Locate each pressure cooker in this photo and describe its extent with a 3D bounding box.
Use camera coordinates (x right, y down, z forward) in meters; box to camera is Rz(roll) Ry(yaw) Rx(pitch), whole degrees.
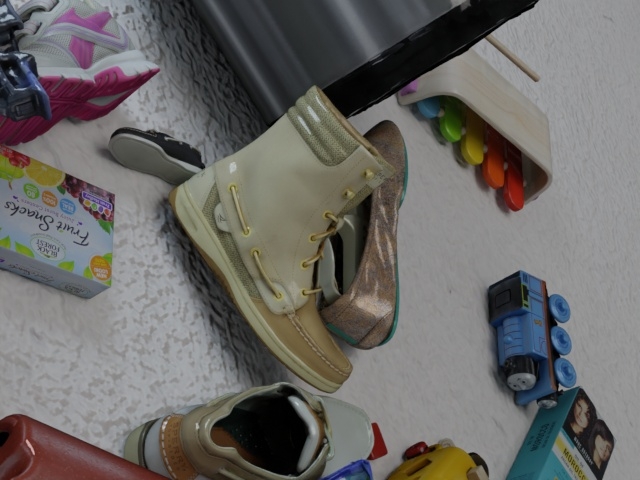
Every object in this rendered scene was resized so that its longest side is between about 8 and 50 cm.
[{"bbox_3d":[0.001,-0.357,1.248,0.420,0.375,0.370,59,11,-5],"label":"pressure cooker"}]

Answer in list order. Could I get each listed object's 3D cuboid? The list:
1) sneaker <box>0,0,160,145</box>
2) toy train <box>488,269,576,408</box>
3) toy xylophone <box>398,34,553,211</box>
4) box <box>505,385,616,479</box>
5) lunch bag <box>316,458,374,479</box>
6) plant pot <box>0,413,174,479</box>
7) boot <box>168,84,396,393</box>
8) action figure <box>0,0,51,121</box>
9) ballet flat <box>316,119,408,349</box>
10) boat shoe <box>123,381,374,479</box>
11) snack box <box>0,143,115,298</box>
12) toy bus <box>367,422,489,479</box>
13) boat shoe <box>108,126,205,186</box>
[{"bbox_3d":[-0.253,-0.165,1.027,0.111,0.103,0.252,55,21,0],"label":"sneaker"},{"bbox_3d":[0.283,0.134,1.516,0.105,0.080,0.184,23,53,-29],"label":"toy train"},{"bbox_3d":[0.248,-0.203,1.679,0.323,0.081,0.236,40,41,-27],"label":"toy xylophone"},{"bbox_3d":[0.308,0.298,1.449,0.100,0.060,0.244,56,37,-9],"label":"box"},{"bbox_3d":[0.012,0.293,1.025,0.151,0.096,0.129,-44,137,-45],"label":"lunch bag"},{"bbox_3d":[-0.148,0.268,0.767,0.265,0.272,0.272,34,44,-21],"label":"plant pot"},{"bbox_3d":[0.000,0.000,1.119,0.262,0.203,0.095,54,8,5],"label":"boot"},{"bbox_3d":[-0.328,-0.232,0.838,0.330,0.178,0.341,-25,57,-35],"label":"action figure"},{"bbox_3d":[0.040,-0.028,1.302,0.106,0.107,0.316,21,51,-25],"label":"ballet flat"},{"bbox_3d":[-0.036,0.194,1.059,0.302,0.103,0.113,1,67,-51],"label":"boat shoe"},{"bbox_3d":[-0.249,-0.017,0.991,0.141,0.037,0.100,25,51,-40],"label":"snack box"},{"bbox_3d":[0.135,0.277,1.215,0.191,0.104,0.202,29,48,-38],"label":"toy bus"},{"bbox_3d":[-0.164,-0.091,1.135,0.125,0.046,0.038,22,52,-46],"label":"boat shoe"}]
